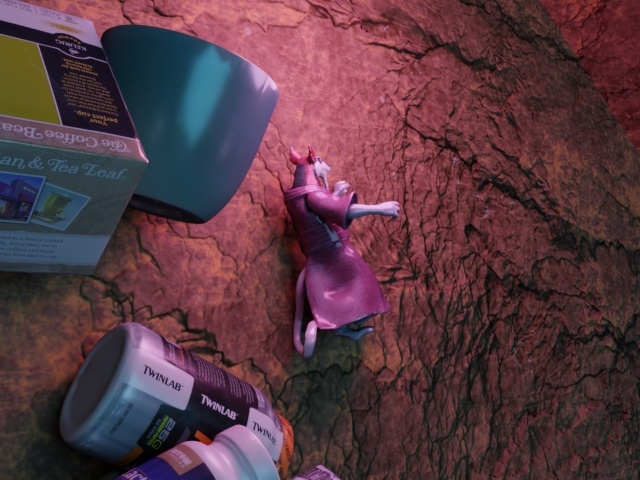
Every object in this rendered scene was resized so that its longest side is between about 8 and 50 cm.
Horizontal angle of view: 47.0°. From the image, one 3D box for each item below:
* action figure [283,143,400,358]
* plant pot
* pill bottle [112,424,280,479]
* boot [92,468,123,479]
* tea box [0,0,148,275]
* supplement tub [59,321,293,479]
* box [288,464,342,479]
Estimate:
[{"bbox_3d":[0.000,0.000,1.401,0.276,0.248,0.370,-24,95,-15],"label":"action figure"},{"bbox_3d":[-0.236,-0.162,1.158,0.293,0.293,0.235,22,78,-34],"label":"plant pot"},{"bbox_3d":[-0.187,0.347,0.920,0.265,0.153,0.153,-23,92,-34],"label":"pill bottle"},{"bbox_3d":[-0.305,0.443,0.965,0.248,0.090,0.206,-24,86,-54],"label":"boot"},{"bbox_3d":[-0.443,-0.147,0.928,0.329,0.220,0.323,6,42,-39],"label":"tea box"},{"bbox_3d":[-0.205,0.272,1.103,0.316,0.194,0.193,34,57,-28],"label":"supplement tub"},{"bbox_3d":[-0.082,0.521,1.113,0.243,0.077,0.307,-11,118,-42],"label":"box"}]
